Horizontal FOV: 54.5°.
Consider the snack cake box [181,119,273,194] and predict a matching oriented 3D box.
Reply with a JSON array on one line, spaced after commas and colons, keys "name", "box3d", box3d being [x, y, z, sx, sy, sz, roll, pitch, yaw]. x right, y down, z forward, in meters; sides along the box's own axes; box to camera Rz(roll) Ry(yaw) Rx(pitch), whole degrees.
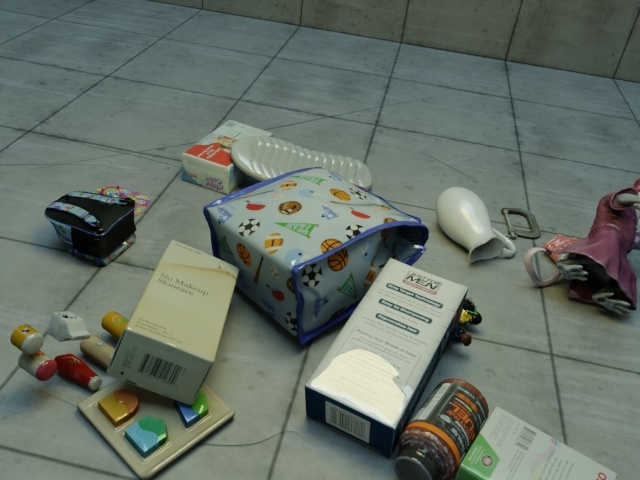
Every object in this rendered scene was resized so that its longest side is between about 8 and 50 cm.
[{"name": "snack cake box", "box3d": [-0.263, -0.244, 1.785, 0.152, 0.089, 0.264, 20, 37, 15]}]

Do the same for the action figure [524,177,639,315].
[{"name": "action figure", "box3d": [0.700, -0.001, 1.507, 0.275, 0.248, 0.370, 3, 48, 39]}]

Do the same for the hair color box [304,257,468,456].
[{"name": "hair color box", "box3d": [0.130, 0.202, 1.155, 0.174, 0.105, 0.347, 22, 49, 21]}]

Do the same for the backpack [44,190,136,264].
[{"name": "backpack", "box3d": [-0.529, -0.038, 1.417, 0.173, 0.117, 0.158, 16, 36, 11]}]

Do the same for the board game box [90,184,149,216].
[{"name": "board game box", "box3d": [-0.526, -0.112, 1.596, 0.168, 0.033, 0.133, 16, 36, 11]}]

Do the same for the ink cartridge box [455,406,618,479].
[{"name": "ink cartridge box", "box3d": [0.340, 0.391, 0.991, 0.212, 0.093, 0.154, 25, 39, 26]}]

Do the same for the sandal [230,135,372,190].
[{"name": "sandal", "box3d": [-0.053, -0.179, 1.733, 0.416, 0.102, 0.169, 11, 48, -18]}]

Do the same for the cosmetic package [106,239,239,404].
[{"name": "cosmetic package", "box3d": [-0.260, 0.140, 1.152, 0.160, 0.113, 0.309, 23, 26, -12]}]

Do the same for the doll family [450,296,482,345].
[{"name": "doll family", "box3d": [0.285, 0.170, 1.318, 0.111, 0.076, 0.193, 29, 45, 21]}]

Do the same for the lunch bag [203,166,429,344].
[{"name": "lunch bag", "box3d": [0.000, 0.000, 1.362, 0.385, 0.239, 0.328, -30, 46, -32]}]

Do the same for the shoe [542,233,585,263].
[{"name": "shoe", "box3d": [0.665, 0.011, 1.607, 0.178, 0.063, 0.081, -19, 44, -17]}]

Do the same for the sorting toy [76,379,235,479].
[{"name": "sorting toy", "box3d": [-0.282, 0.286, 1.070, 0.208, 0.038, 0.193, 31, 41, 30]}]

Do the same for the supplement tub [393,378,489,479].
[{"name": "supplement tub", "box3d": [0.200, 0.328, 1.045, 0.106, 0.106, 0.198, 26, 39, 24]}]

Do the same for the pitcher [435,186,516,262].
[{"name": "pitcher", "box3d": [0.402, -0.038, 1.607, 0.178, 0.125, 0.207, 9, 40, -36]}]

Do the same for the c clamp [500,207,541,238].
[{"name": "c clamp", "box3d": [0.539, -0.050, 1.717, 0.137, 0.022, 0.161, 10, 35, 4]}]

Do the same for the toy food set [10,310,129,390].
[{"name": "toy food set", "box3d": [-0.420, 0.197, 1.094, 0.104, 0.111, 0.232, 25, 7, 24]}]
